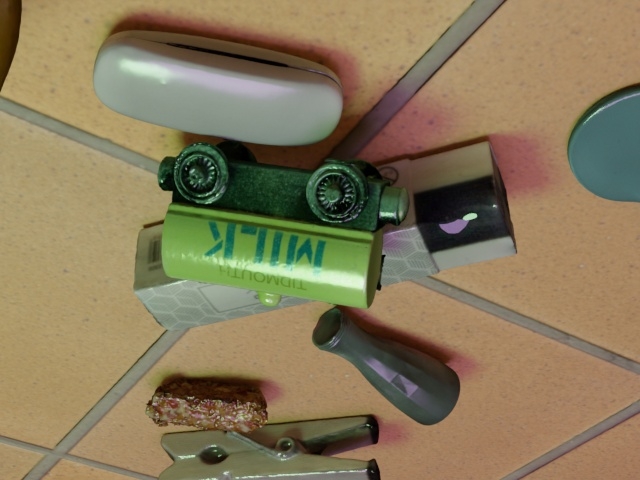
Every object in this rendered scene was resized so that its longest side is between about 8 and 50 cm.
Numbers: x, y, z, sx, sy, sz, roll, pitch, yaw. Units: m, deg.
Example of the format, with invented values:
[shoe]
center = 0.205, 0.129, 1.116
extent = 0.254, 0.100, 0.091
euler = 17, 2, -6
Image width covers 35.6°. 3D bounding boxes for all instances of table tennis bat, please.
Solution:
[table tennis bat]
center = 0.352, -0.070, 1.053
extent = 0.153, 0.040, 0.244
euler = -18, 134, 21

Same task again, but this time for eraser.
[eraser]
center = 0.000, 0.000, 1.081
extent = 0.404, 0.098, 0.096
euler = -13, 140, 15

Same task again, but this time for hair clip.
[hair clip]
center = -0.076, 0.323, 1.480
extent = 0.331, 0.101, 0.085
euler = -4, 144, 7

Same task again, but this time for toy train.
[toy train]
center = -0.042, -0.012, 0.977
extent = 0.253, 0.105, 0.157
euler = 8, 100, 13

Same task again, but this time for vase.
[vase]
center = 0.083, 0.160, 1.298
extent = 0.214, 0.086, 0.086
euler = 35, 129, -30

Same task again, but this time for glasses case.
[glasses case]
center = -0.094, -0.141, 0.935
extent = 0.234, 0.059, 0.092
euler = 7, 142, -11

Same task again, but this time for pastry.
[pastry]
center = -0.156, 0.226, 1.387
extent = 0.170, 0.063, 0.087
euler = 8, 131, -4

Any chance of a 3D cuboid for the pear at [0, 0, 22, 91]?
[pear]
center = -0.412, -0.148, 0.688
extent = 0.418, 0.362, 0.362
euler = -17, 138, 10
